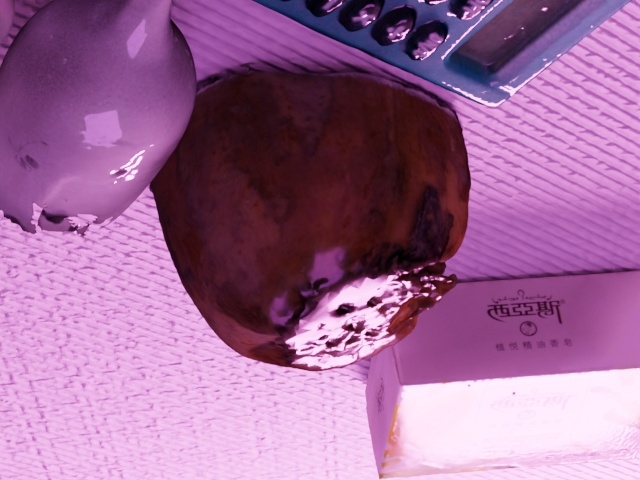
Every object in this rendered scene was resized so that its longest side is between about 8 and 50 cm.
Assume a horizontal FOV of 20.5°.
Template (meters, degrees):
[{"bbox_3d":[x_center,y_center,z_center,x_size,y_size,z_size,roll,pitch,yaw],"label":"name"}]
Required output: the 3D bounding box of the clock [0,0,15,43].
[{"bbox_3d":[-0.306,-0.148,1.142,0.191,0.062,0.151,-30,138,27],"label":"clock"}]

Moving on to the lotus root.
[{"bbox_3d":[0.000,0.000,1.351,0.272,0.192,0.272,-11,144,-8],"label":"lotus root"}]

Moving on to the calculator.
[{"bbox_3d":[0.102,-0.201,1.161,0.274,0.058,0.248,20,137,-34],"label":"calculator"}]

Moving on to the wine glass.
[{"bbox_3d":[-0.130,-0.130,1.146,0.143,0.143,0.321,8,147,-24],"label":"wine glass"}]

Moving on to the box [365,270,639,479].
[{"bbox_3d":[0.179,0.126,1.637,0.261,0.111,0.194,-2,147,-5],"label":"box"}]
